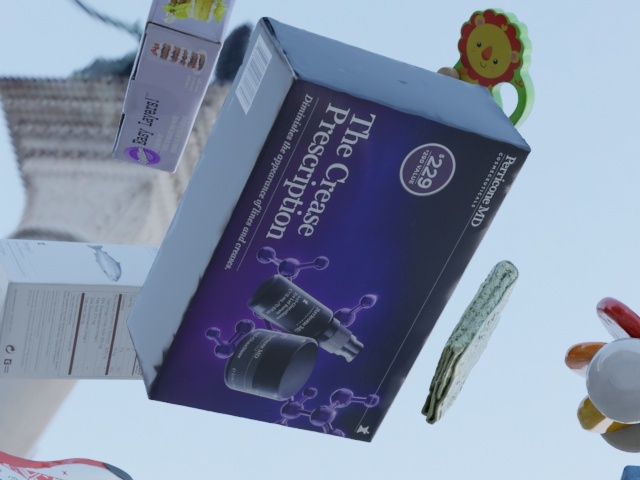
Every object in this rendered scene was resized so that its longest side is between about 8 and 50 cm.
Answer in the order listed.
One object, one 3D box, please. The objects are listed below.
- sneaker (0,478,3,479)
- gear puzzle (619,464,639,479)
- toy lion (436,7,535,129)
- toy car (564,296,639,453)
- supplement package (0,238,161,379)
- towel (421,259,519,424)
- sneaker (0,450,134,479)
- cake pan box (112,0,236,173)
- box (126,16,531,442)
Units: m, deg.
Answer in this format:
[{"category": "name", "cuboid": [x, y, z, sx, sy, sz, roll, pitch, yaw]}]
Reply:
[{"category": "sneaker", "cuboid": [-0.286, 0.287, 1.203, 0.082, 0.209, 0.069, 0, -13, 1]}, {"category": "gear puzzle", "cuboid": [0.111, 0.268, 0.640, 0.044, 0.175, 0.339, 6, -78, 5]}, {"category": "toy lion", "cuboid": [0.150, -0.146, 1.309, 0.100, 0.034, 0.096, 56, -51, 19]}, {"category": "toy car", "cuboid": [0.306, 0.101, 1.353, 0.182, 0.136, 0.159, -17, -26, 5]}, {"category": "supplement package", "cuboid": [-0.231, 0.067, 1.472, 0.179, 0.105, 0.105, 3, -68, -26]}, {"category": "towel", "cuboid": [0.137, 0.093, 1.391, 0.027, 0.148, 0.110, 26, -47, 11]}, {"category": "sneaker", "cuboid": [-0.396, 0.374, 2.122, 0.270, 0.145, 0.090, 12, -54, -12]}, {"category": "cake pan box", "cuboid": [-0.108, -0.215, 1.306, 0.070, 0.246, 0.267, 19, -26, -7]}, {"category": "box", "cuboid": [0.000, 0.000, 1.067, 0.184, 0.103, 0.261, 13, -63, -27]}]
